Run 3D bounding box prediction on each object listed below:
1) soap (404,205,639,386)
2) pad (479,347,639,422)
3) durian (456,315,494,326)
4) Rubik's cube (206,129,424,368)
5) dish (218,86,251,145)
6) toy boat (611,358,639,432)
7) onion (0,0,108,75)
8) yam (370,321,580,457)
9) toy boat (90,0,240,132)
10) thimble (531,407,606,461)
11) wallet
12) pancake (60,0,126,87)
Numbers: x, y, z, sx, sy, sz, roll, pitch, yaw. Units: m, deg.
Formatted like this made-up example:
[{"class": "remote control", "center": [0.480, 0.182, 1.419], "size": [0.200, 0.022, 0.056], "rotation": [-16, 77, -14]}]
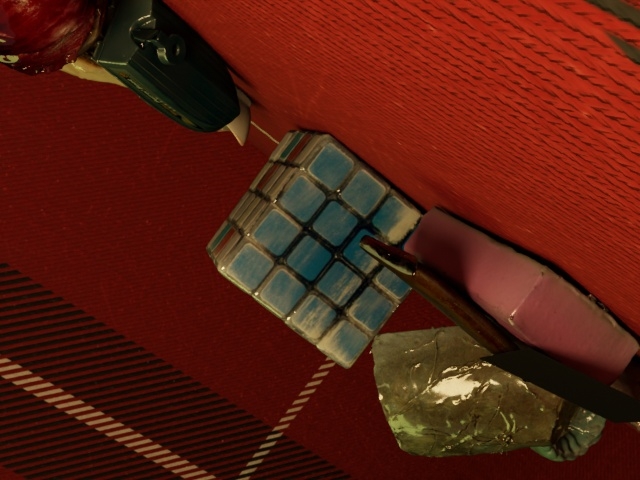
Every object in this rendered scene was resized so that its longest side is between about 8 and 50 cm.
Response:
[{"class": "soap", "center": [0.230, 0.064, 1.023], "size": [0.181, 0.081, 0.259], "rotation": [37, 180, -28]}, {"class": "pad", "center": [0.285, 0.165, 0.956], "size": [0.190, 0.004, 0.127], "rotation": [26, 163, -8]}, {"class": "durian", "center": [0.280, 0.107, 1.337], "size": [0.139, 0.101, 0.250], "rotation": [-3, 162, 21]}, {"class": "Rubik's cube", "center": [0.001, 0.001, 1.321], "size": [0.256, 0.259, 0.253], "rotation": [37, 179, -15]}, {"class": "dish", "center": [-0.196, -0.257, 1.538], "size": [0.151, 0.077, 0.212], "rotation": [39, 179, -25]}, {"class": "toy boat", "center": [0.437, 0.204, 1.160], "size": [0.155, 0.085, 0.227], "rotation": [48, -176, -39]}, {"class": "onion", "center": [-0.408, -0.317, 1.016], "size": [0.314, 0.232, 0.314], "rotation": [37, -178, -2]}, {"class": "yam", "center": [0.227, 0.205, 1.209], "size": [0.202, 0.271, 0.201], "rotation": [16, -120, -67]}, {"class": "toy boat", "center": [-0.207, -0.234, 1.213], "size": [0.122, 0.114, 0.296], "rotation": [13, 169, 27]}, {"class": "thimble", "center": [0.405, 0.271, 1.487], "size": [0.143, 0.198, 0.235], "rotation": [30, 157, 49]}, {"class": "wallet", "center": [0.150, 0.073, 1.005], "size": [0.255, 0.031, 0.137], "rotation": [39, -179, -34]}, {"class": "pancake", "center": [-0.393, -0.347, 1.327], "size": [0.387, 0.082, 0.387], "rotation": [26, -154, -14]}]
